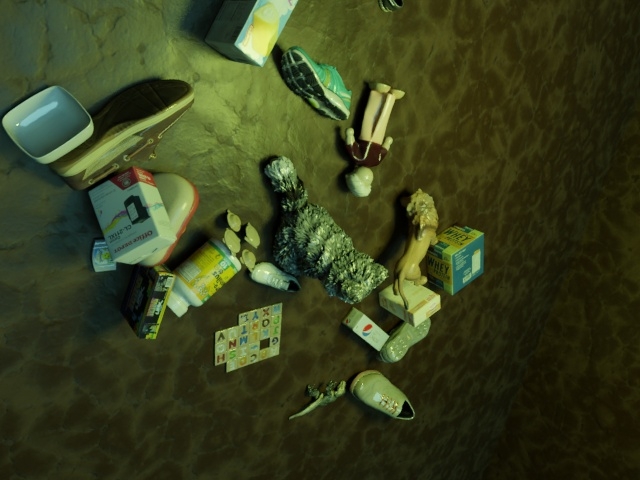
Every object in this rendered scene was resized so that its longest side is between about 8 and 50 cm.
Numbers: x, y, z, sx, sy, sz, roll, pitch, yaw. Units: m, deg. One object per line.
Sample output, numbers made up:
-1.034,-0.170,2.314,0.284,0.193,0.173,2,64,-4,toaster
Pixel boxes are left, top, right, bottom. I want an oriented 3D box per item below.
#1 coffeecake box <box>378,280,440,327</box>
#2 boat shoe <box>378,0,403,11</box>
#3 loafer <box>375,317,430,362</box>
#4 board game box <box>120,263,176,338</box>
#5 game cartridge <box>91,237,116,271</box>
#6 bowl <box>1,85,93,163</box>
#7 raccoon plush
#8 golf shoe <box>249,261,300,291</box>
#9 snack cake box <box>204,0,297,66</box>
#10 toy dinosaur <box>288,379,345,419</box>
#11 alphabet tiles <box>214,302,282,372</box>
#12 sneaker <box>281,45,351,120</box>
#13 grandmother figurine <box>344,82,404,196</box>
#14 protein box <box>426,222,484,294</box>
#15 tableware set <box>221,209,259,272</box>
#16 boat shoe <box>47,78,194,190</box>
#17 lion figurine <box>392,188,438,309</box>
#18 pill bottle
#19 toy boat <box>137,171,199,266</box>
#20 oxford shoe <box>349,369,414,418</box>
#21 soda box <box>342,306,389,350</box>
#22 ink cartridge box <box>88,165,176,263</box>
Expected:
0.337,0.229,1.863,0.142,0.185,0.068,-29,126,-26,coffeecake box
0.186,-0.743,1.362,0.075,0.065,0.206,-39,130,-19,boat shoe
0.339,0.389,2.006,0.319,0.111,0.112,-28,92,-41,loafer
-0.428,0.134,1.210,0.048,0.141,0.171,12,102,-44,board game box
-0.519,0.035,1.175,0.055,0.017,0.083,-5,113,-34,game cartridge
-0.533,-0.223,0.973,0.142,0.142,0.053,-41,165,-18,bowl
0.000,0.000,1.387,0.216,0.299,0.446,-48,132,-17,raccoon plush
-0.132,0.116,1.489,0.176,0.086,0.069,17,100,-42,golf shoe
-0.141,-0.544,1.124,0.089,0.152,0.265,27,93,-44,snack cake box
0.002,0.583,1.840,0.268,0.064,0.118,-18,127,-29,toy dinosaur
-0.227,0.311,1.554,0.237,0.009,0.199,-12,117,-36,alphabet tiles
-0.006,-0.438,1.343,0.275,0.106,0.110,33,68,-48,sneaker
0.153,-0.305,1.521,0.207,0.104,0.343,6,103,-32,grandmother figurine
0.550,0.072,2.001,0.199,0.136,0.201,-30,127,-26,protein box
-0.215,-0.003,1.335,0.020,0.169,0.141,-25,129,21,tableware set
-0.418,-0.229,1.079,0.342,0.123,0.123,-42,152,-18,boat shoe
0.333,0.032,1.742,0.240,0.142,0.393,56,43,-63,lion figurine
-0.323,0.099,1.299,0.208,0.117,0.118,-43,131,-16,pill bottle
-0.379,-0.048,1.190,0.231,0.150,0.151,-60,164,0,toy boat
0.268,0.645,2.028,0.397,0.146,0.141,33,88,-43,oxford shoe
0.173,0.337,1.859,0.074,0.069,0.216,-53,134,-7,soda box
-0.414,-0.053,1.082,0.127,0.175,0.072,-27,167,9,ink cartridge box
